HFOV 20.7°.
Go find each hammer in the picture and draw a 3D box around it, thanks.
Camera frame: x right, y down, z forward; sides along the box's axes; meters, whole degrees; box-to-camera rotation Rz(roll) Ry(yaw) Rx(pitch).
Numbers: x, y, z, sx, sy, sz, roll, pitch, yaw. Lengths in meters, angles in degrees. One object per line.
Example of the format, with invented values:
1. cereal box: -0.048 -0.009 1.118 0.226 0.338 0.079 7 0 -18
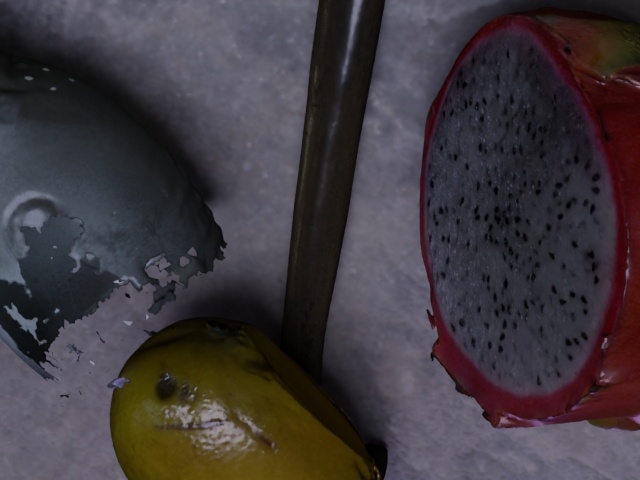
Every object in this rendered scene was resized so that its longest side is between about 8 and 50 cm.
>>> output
1. hammer: 0.000 0.000 1.353 0.168 0.044 0.440 10 117 2

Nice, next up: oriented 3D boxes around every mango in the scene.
1. mango: -0.050 0.170 1.349 0.167 0.130 0.262 -38 112 24

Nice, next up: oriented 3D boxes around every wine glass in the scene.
1. wine glass: -0.225 -0.068 1.272 0.190 0.190 0.357 -30 106 21

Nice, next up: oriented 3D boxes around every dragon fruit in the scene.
1. dragon fruit: 0.218 -0.014 1.201 0.225 0.305 0.305 -1 120 -23
